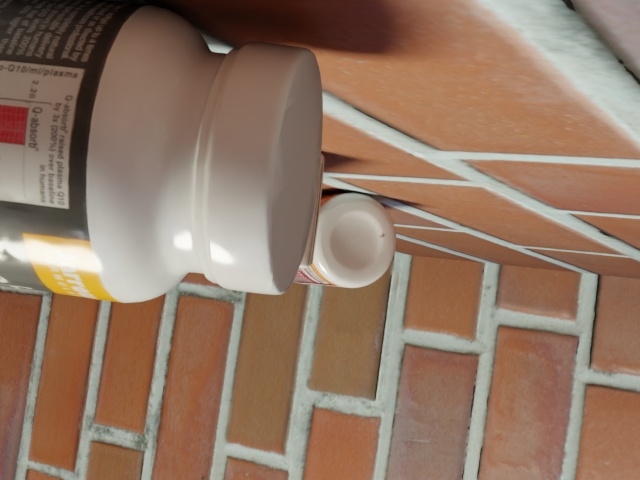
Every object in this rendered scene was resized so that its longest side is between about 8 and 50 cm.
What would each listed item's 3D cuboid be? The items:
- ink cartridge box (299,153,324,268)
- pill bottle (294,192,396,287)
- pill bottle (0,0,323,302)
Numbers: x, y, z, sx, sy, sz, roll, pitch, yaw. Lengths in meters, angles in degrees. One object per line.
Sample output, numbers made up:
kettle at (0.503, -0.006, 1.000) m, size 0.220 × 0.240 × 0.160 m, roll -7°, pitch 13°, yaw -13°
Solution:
ink cartridge box at (-0.137, -0.038, 1.107) m, size 0.207 × 0.117 × 0.283 m, roll 9°, pitch 176°, yaw -17°
pill bottle at (0.000, 0.000, 1.397) m, size 0.121 × 0.121 × 0.221 m, roll 9°, pitch 176°, yaw -24°
pill bottle at (-0.147, -0.052, 0.573) m, size 0.279 × 0.162 × 0.162 m, roll 7°, pitch 176°, yaw 10°
